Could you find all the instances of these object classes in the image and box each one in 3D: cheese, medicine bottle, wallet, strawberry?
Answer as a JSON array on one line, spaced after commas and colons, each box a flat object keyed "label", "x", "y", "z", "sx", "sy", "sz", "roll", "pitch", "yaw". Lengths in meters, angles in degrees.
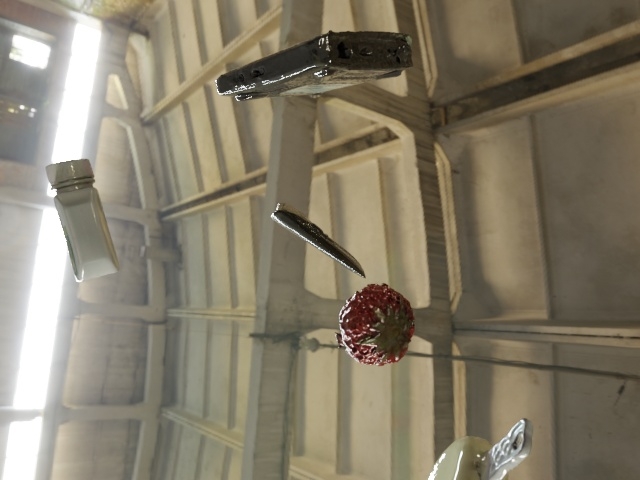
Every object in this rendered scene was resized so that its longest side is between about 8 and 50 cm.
[{"label": "cheese", "x": 0.205, "y": 0.300, "z": 0.706, "sx": 0.248, "sy": 0.071, "sz": 0.163, "roll": -67, "pitch": 172, "yaw": 21}, {"label": "medicine bottle", "x": -0.369, "y": -0.031, "z": 0.842, "sx": 0.119, "sy": 0.069, "sz": 0.183, "roll": 178, "pitch": -102, "yaw": -69}, {"label": "wallet", "x": 0.000, "y": 0.000, "z": 1.207, "sx": 0.052, "sy": 0.245, "sz": 0.168, "roll": -54, "pitch": -174, "yaw": 2}, {"label": "strawberry", "x": 0.099, "y": 0.142, "z": 0.904, "sx": 0.086, "sy": 0.145, "sz": 0.145, "roll": 3, "pitch": -97, "yaw": 64}]

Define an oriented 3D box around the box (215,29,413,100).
[{"label": "box", "x": -0.007, "y": -0.382, "z": 1.213, "sx": 0.350, "sy": 0.359, "sz": 0.090, "roll": -2, "pitch": -78, "yaw": 43}]
